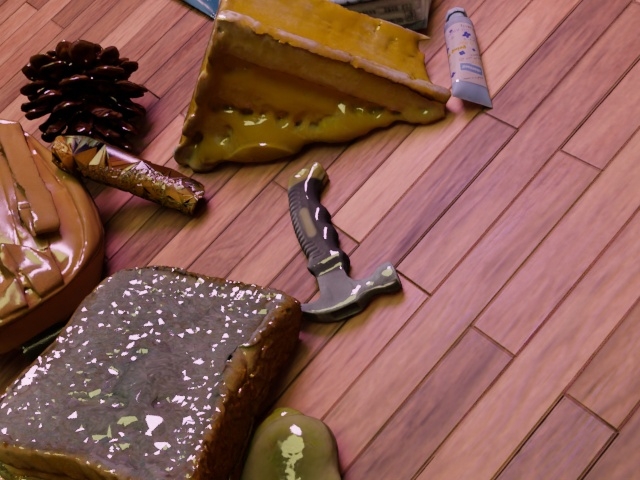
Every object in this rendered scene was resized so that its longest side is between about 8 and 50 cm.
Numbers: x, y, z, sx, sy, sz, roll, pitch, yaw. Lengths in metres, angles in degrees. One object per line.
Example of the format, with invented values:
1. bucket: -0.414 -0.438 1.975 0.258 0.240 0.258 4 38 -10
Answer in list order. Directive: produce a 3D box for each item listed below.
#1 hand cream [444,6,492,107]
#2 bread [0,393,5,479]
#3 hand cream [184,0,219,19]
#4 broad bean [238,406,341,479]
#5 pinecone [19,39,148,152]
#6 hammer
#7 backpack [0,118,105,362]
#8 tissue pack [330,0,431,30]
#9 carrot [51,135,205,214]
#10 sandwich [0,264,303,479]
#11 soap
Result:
1. hand cream: 0.201 -0.258 0.953 0.064 0.043 0.171 10 59 -19
2. bread: -0.340 0.263 0.806 0.228 0.143 0.140 19 57 18
3. hand cream: -0.241 -0.475 1.269 0.224 0.048 0.083 32 74 28
4. broad bean: -0.034 0.267 0.721 0.124 0.082 0.175 -7 59 22
5. pinecone: -0.372 -0.212 1.080 0.207 0.208 0.208 -10 58 17
6. hammer: 0.000 0.000 0.889 0.158 0.041 0.227 -23 56 8
7. backpack: -0.497 0.011 0.985 0.353 0.201 0.378 -34 60 -16
8. tissue pack: 0.029 -0.429 1.088 0.315 0.103 0.228 0 63 23
9. carrot: -0.279 -0.097 0.997 0.228 0.069 0.069 21 68 -2
10. sandwich: -0.190 0.155 0.761 0.271 0.099 0.301 12 42 14
11. soap: -0.022 -0.196 1.014 0.338 0.304 0.169 16 55 -14
